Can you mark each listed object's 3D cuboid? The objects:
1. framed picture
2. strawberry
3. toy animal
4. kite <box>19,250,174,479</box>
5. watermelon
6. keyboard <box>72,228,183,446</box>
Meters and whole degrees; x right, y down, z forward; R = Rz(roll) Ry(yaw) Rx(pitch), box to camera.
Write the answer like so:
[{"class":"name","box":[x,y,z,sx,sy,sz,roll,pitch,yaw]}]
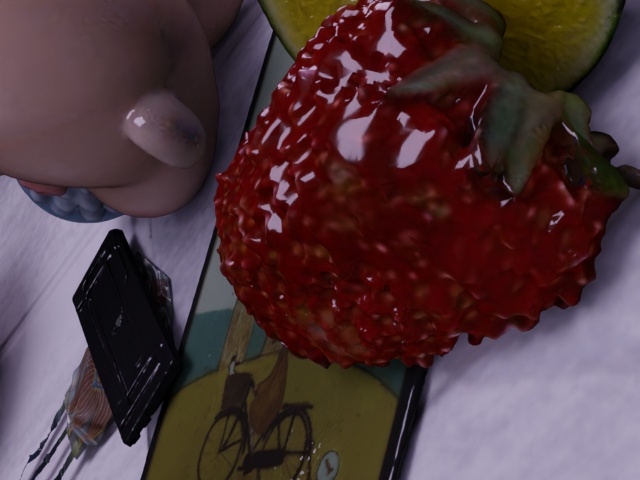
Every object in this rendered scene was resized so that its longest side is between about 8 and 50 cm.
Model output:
[{"class":"framed picture","box":[0.000,0.000,0.773,0.244,0.013,0.323,-11,60,56]},{"class":"strawberry","box":[0.019,-0.006,0.614,0.167,0.087,0.208,51,125,20]},{"class":"toy animal","box":[-0.145,-0.133,0.938,0.229,0.210,0.221,67,-144,-78]},{"class":"kite","box":[-0.158,0.118,0.952,0.229,0.016,0.127,-59,25,11]},{"class":"watermelon","box":[0.061,-0.087,0.649,0.182,0.092,0.075,-2,75,33]},{"class":"keyboard","box":[-0.123,0.054,0.921,0.061,0.013,0.204,-58,27,10]}]
